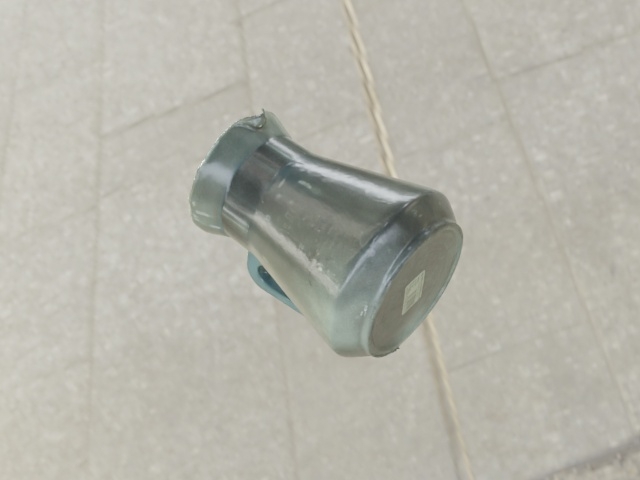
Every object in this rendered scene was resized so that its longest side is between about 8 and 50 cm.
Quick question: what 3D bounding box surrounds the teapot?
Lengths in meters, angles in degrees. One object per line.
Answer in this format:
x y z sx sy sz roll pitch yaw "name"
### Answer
0.000 0.000 1.300 0.225 0.203 0.171 34 50 24 "teapot"
